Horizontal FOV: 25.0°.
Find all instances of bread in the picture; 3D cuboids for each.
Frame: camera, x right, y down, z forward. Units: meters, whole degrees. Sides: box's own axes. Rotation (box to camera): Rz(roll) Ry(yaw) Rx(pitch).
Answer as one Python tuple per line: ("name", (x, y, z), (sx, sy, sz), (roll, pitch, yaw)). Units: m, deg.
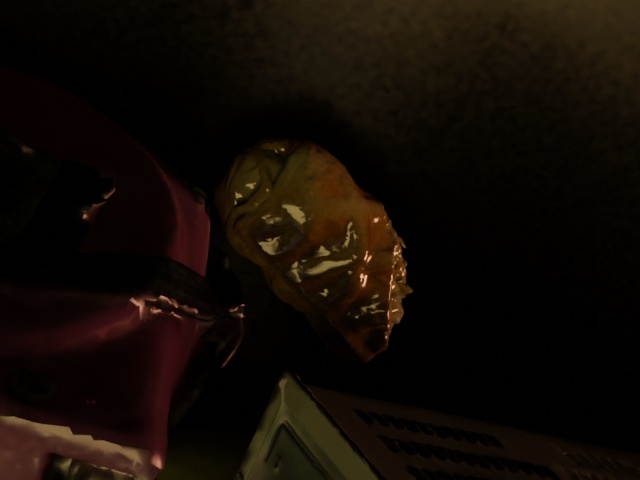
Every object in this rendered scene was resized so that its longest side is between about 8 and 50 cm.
("bread", (0.000, 0.000, 0.639), (0.066, 0.060, 0.110), (-11, 127, 49))

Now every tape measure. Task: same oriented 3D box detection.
("tape measure", (-0.147, 0.022, 0.560), (0.245, 0.232, 0.149), (16, 123, -7))

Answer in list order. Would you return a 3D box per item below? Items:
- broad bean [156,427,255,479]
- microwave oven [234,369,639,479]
("broad bean", (-0.041, 0.210, 0.748), (0.291, 0.119, 0.238), (39, 116, -22))
("microwave oven", (0.076, 0.306, 0.609), (0.333, 0.247, 0.394), (15, 105, -33))
